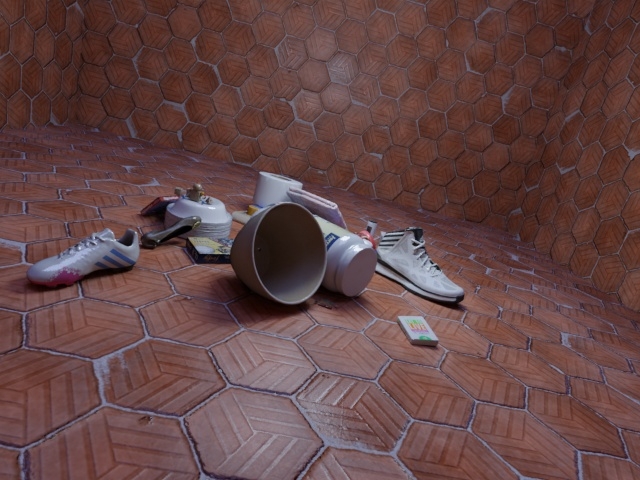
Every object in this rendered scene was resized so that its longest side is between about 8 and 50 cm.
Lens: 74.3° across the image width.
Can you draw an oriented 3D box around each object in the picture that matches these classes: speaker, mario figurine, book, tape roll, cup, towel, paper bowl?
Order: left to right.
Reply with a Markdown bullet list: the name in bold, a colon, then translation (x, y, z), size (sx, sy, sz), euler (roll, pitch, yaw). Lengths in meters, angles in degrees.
- **paper bowl**: translation (-0.528, -0.109, 1.847), size (0.284, 0.148, 0.284), euler (13, 18, -4)
- **cup**: translation (-0.173, 0.048, 1.442), size (0.236, 0.331, 0.331), euler (-5, -1, 43)
- **tape roll**: translation (-0.239, -0.265, 2.326), size (0.246, 0.169, 0.246), euler (15, 12, -3)
- **towel**: translation (-0.004, -0.134, 2.227), size (0.316, 0.053, 0.332), euler (25, -18, 28)
- **mario figurine**: translation (0.124, 0.020, 2.026), size (0.320, 0.170, 0.198), euler (19, 23, -24)
- **speaker**: translation (0.274, -0.042, 2.336), size (0.055, 0.136, 0.055), euler (14, 17, -5)
- **book**: translation (0.330, 0.310, 1.449), size (0.096, 0.035, 0.144), euler (7, 20, -13)

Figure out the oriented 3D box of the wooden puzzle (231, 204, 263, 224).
- **wooden puzzle**: translation (-0.247, -0.121, 2.239), size (0.322, 0.081, 0.347), euler (21, 18, 20)

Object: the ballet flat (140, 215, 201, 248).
- **ballet flat**: translation (-0.562, -0.029, 1.621), size (0.249, 0.084, 0.058), euler (-26, 68, -39)

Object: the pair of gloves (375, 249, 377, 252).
- **pair of gloves**: translation (0.358, 0.086, 2.197), size (0.159, 0.023, 0.198), euler (-1, 23, -42)

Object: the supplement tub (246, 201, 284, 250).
- **supplement tub**: translation (-0.211, -0.062, 1.888), size (0.191, 0.191, 0.272), euler (17, 17, 8)

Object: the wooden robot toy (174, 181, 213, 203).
- **wooden robot toy**: translation (-0.526, -0.212, 1.785), size (0.173, 0.079, 0.076), euler (17, 17, 8)

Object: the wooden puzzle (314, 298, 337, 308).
- **wooden puzzle**: translation (0.020, 0.223, 1.491), size (0.083, 0.006, 0.049), euler (18, 17, 11)

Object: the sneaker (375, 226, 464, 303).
- **sneaker**: translation (0.444, 0.088, 1.858), size (0.447, 0.258, 0.169), euler (25, 20, 30)

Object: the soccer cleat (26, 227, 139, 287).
- **soccer cleat**: translation (-0.687, 0.035, 1.246), size (0.116, 0.143, 0.331), euler (22, 19, 23)

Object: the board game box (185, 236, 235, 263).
- **board game box**: translation (-0.388, 0.039, 1.668), size (0.243, 0.042, 0.165), euler (3, 21, -35)

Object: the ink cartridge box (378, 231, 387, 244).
- **ink cartridge box**: translation (0.395, 0.010, 2.405), size (0.104, 0.060, 0.180), euler (13, 17, -4)

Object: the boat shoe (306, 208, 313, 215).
- **boat shoe**: translation (-0.051, -0.076, 2.156), size (0.183, 0.083, 0.065), euler (49, 24, 15)

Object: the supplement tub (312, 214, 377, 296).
- **supplement tub**: translation (0.033, 0.056, 1.642), size (0.324, 0.236, 0.235), euler (28, 21, 37)

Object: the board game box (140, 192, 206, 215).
- **board game box**: translation (-0.674, -0.169, 1.955), size (0.281, 0.145, 0.027), euler (-18, 80, -61)
